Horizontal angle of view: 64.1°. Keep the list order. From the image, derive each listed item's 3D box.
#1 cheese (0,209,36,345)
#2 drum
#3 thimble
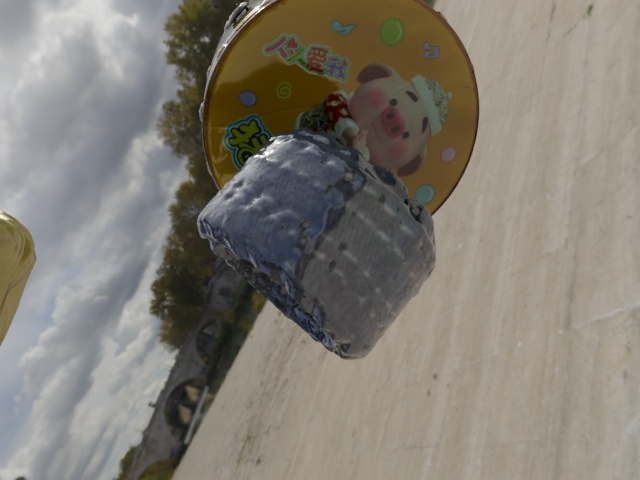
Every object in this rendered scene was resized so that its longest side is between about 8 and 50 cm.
[{"bbox_3d":[-0.466,0.067,0.672,0.214,0.117,0.226,-171,95,-80],"label":"cheese"},{"bbox_3d":[0.020,-0.201,0.819,0.214,0.430,0.431,-106,37,-59],"label":"drum"},{"bbox_3d":[0.000,0.000,0.561,0.172,0.236,0.205,-50,-19,-17],"label":"thimble"}]
